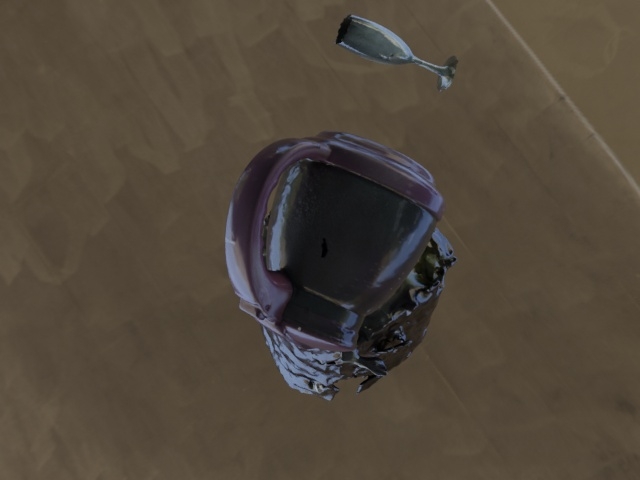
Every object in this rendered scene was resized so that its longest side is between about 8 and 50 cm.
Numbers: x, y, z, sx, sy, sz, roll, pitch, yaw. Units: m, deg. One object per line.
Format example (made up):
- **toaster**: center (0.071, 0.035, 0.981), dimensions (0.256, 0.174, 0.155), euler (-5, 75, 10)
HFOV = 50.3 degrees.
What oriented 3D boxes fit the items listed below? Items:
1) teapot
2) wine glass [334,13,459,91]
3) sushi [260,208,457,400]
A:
- **teapot**: center (0.009, 0.004, 0.462), dimensions (0.116, 0.148, 0.146), euler (22, -93, 13)
- **wine glass**: center (0.122, -0.304, 1.095), dimensions (0.198, 0.066, 0.066), euler (18, -88, -19)
- **sushi**: center (0.038, 0.076, 1.067), dimensions (0.281, 0.294, 0.299), euler (40, -112, 13)
